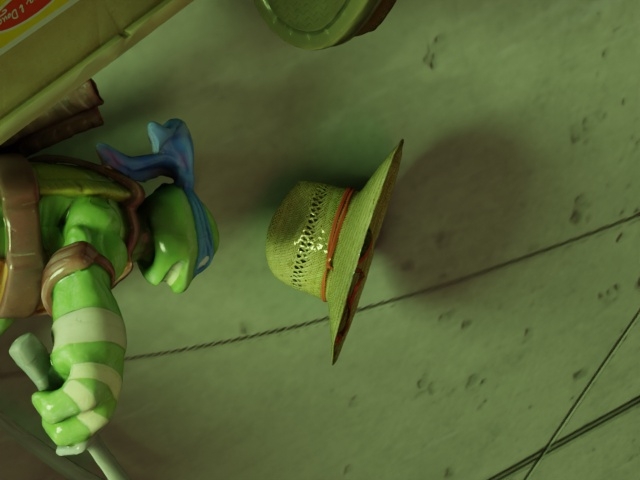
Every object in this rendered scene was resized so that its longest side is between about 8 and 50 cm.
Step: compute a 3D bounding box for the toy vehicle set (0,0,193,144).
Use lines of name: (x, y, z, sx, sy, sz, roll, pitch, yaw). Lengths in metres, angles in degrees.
toy vehicle set: (-0.138, -0.130, 0.460, 0.267, 0.035, 0.166, -46, 140, -35)

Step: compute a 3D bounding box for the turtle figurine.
turtle figurine: (-0.177, 0.063, 0.542, 0.266, 0.198, 0.274, 4, 113, -26)

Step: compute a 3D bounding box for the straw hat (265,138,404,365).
straw hat: (0.000, 0.000, 0.684, 0.061, 0.144, 0.144, 18, 115, 7)

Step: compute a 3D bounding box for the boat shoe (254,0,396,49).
boat shoe: (0.040, -0.239, 0.522, 0.104, 0.111, 0.307, -20, 129, -48)
